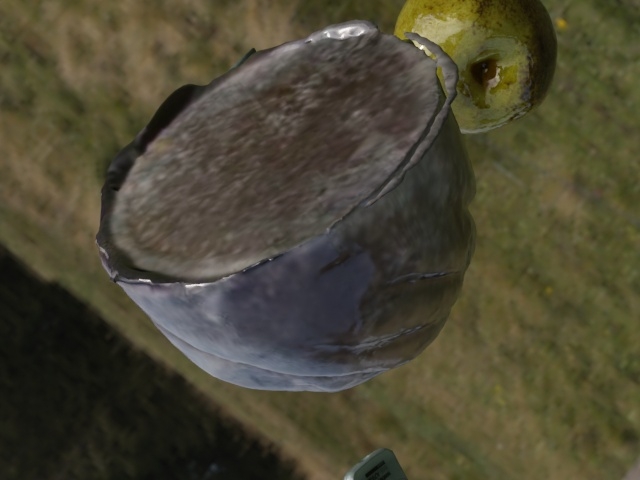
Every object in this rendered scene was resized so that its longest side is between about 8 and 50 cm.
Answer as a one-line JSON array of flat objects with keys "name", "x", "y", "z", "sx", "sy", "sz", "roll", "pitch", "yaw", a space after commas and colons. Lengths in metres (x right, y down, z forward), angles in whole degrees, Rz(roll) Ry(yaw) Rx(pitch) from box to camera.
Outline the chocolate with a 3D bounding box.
[{"name": "chocolate", "x": 0.000, "y": 0.000, "z": 1.131, "sx": 0.303, "sy": 0.303, "sz": 0.213, "roll": 26, "pitch": 151, "yaw": 52}]

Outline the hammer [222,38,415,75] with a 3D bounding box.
[{"name": "hammer", "x": -0.010, "y": -0.149, "z": 1.432, "sx": 0.227, "sy": 0.158, "sz": 0.041, "roll": -14, "pitch": 126, "yaw": 20}]

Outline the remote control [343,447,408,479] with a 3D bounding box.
[{"name": "remote control", "x": 0.060, "y": 0.213, "z": 1.060, "sx": 0.018, "sy": 0.053, "sz": 0.124, "roll": -26, "pitch": 91, "yaw": 45}]

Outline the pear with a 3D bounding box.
[{"name": "pear", "x": 0.178, "y": -0.225, "z": 1.717, "sx": 0.197, "sy": 0.197, "sz": 0.197, "roll": 37, "pitch": 170, "yaw": 7}]
